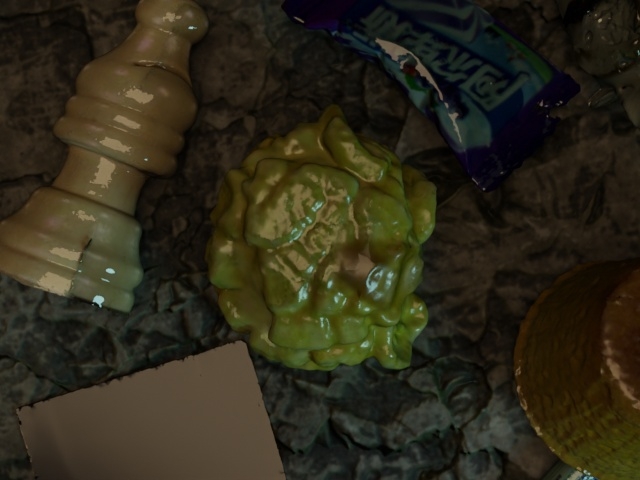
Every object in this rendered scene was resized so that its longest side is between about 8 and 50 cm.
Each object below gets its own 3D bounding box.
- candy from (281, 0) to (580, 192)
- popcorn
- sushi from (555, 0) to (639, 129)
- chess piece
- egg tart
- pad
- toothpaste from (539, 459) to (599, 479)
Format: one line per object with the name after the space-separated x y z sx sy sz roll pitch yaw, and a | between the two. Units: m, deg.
0.107 -0.182 1.064 0.275 0.070 0.145 43 83 6 | candy
0.011 0.005 1.007 0.216 0.181 0.235 23 95 3 | popcorn
0.293 -0.239 1.032 0.109 0.134 0.273 -12 79 -24 | sushi
-0.198 -0.094 1.067 0.138 0.124 0.307 18 85 36 | chess piece
0.287 0.108 0.986 0.215 0.171 0.215 1 76 -5 | egg tart
-0.166 0.208 1.102 0.243 0.004 0.164 -17 87 4 | pad
0.205 0.263 1.058 0.064 0.041 0.218 40 95 -1 | toothpaste
